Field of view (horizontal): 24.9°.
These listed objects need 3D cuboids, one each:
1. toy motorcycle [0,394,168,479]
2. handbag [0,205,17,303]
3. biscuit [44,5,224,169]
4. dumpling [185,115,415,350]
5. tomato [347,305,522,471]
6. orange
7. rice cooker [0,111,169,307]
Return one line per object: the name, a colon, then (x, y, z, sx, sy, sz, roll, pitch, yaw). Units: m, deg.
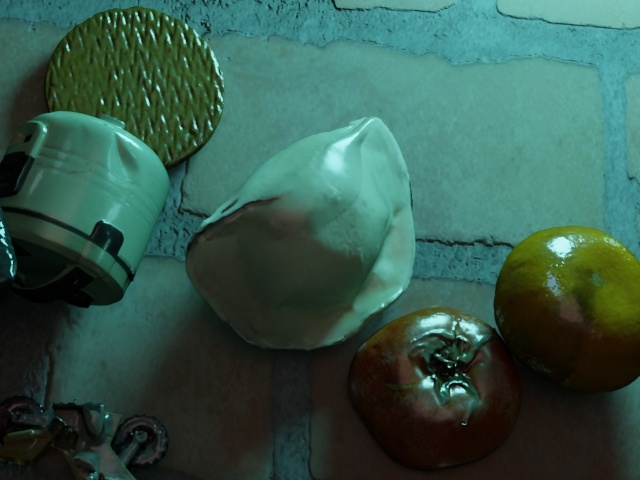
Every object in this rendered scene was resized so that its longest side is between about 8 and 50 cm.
toy motorcycle: (-0.312, 0.270, 1.842, 0.229, 0.094, 0.130, 9, 70, 0)
handbag: (-0.484, 0.028, 1.720, 0.270, 0.088, 0.175, -27, 83, -24)
biscuit: (-0.264, -0.212, 2.063, 0.262, 0.037, 0.262, 3, 69, -7)
dumpling: (0.002, -0.002, 1.963, 0.260, 0.181, 0.341, 58, 41, -7)
tomato: (0.158, 0.190, 1.942, 0.237, 0.095, 0.237, 3, 68, -7)
orange: (0.345, 0.097, 1.962, 0.240, 0.171, 0.240, 13, 54, -19)
rice cooker: (-0.329, -0.033, 1.890, 0.226, 0.226, 0.244, 19, 71, -1)
